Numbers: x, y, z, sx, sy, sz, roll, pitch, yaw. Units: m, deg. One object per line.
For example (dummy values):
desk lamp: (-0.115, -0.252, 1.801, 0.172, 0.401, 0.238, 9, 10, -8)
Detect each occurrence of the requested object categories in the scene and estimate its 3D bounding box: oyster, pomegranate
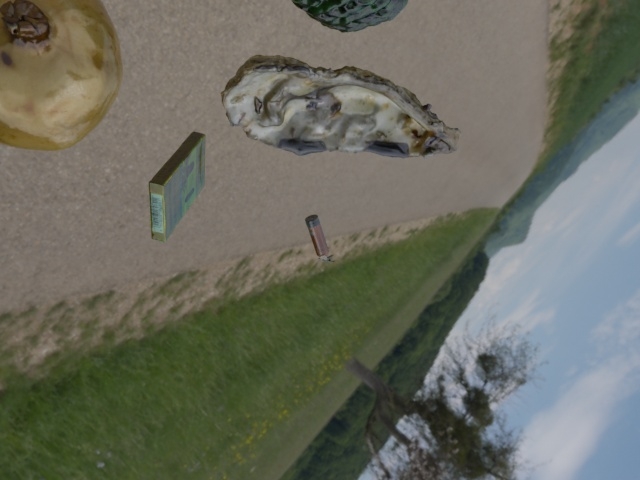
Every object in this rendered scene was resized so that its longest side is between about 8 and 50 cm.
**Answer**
oyster: (0.040, -0.158, 0.720, 0.344, 0.079, 0.129, 6, 134, -27)
pomegranate: (-0.457, -0.280, 0.879, 0.307, 0.307, 0.307, -46, 168, -13)

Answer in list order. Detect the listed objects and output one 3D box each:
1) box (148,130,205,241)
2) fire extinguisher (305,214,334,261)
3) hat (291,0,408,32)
box: (-0.257, -0.102, 1.031, 0.193, 0.030, 0.121, -72, 175, -52)
fire extinguisher: (0.000, 0.000, 0.885, 0.028, 0.083, 0.022, -10, -153, 17)
hat: (0.092, -0.457, 0.797, 0.332, 0.242, 0.274, -16, 177, 32)
